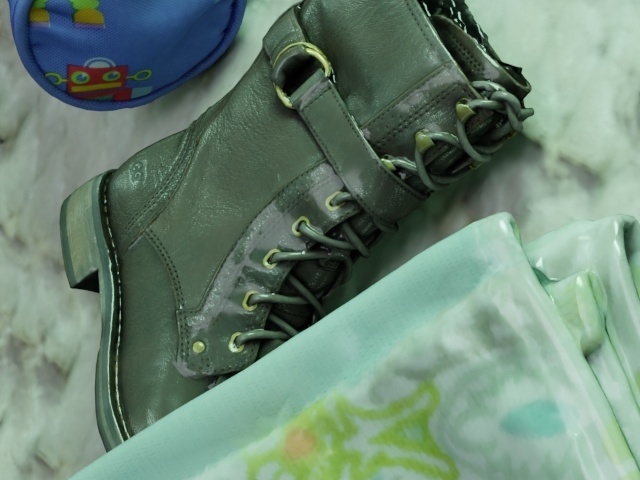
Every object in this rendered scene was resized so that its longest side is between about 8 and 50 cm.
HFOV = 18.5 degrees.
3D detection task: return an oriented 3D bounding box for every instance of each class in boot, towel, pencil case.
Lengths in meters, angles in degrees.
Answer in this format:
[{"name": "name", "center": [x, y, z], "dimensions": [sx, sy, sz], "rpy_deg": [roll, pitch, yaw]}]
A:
[{"name": "boot", "center": [0.000, 0.000, 0.863], "dimensions": [0.229, 0.091, 0.263], "rpy_deg": [-38, 58, 23]}, {"name": "towel", "center": [0.026, 0.202, 0.717], "dimensions": [0.374, 0.090, 0.320], "rpy_deg": [-34, 73, 30]}, {"name": "pencil case", "center": [-0.142, -0.213, 1.029], "dimensions": [0.119, 0.133, 0.306], "rpy_deg": [-24, 56, -3]}]
